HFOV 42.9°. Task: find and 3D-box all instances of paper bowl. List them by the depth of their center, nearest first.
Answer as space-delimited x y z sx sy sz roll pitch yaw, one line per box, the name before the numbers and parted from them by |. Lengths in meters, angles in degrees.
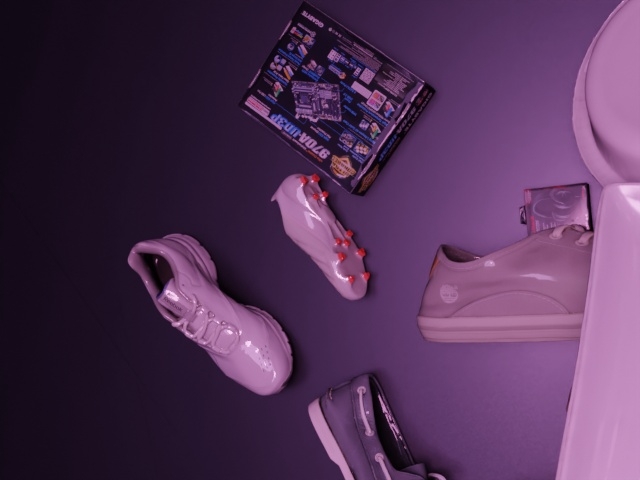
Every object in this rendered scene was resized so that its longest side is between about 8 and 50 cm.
paper bowl | 0.390 -0.158 0.827 0.284 0.148 0.284 -18 65 43

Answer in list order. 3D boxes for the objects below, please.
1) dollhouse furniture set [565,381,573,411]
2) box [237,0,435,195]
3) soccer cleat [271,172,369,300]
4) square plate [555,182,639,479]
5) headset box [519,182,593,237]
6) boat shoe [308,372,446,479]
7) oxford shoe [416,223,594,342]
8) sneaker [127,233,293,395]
dollhouse furniture set | 0.345 0.339 0.789 0.256 0.362 0.394 19 84 -2
box | 0.017 -0.193 1.102 0.220 0.051 0.175 39 103 20
soccer cleat | 0.000 0.000 1.102 0.076 0.068 0.196 -38 73 34
square plate | 0.388 0.102 0.653 0.347 0.049 0.344 4 56 25
headset box | 0.285 -0.035 0.989 0.083 0.032 0.062 -5 87 22
boat shoe | 0.100 0.305 1.002 0.099 0.116 0.319 -38 59 7
oxford shoe | 0.315 0.043 0.905 0.449 0.169 0.130 -5 86 29
sneaker | -0.162 0.107 1.131 0.297 0.129 0.111 42 103 18
